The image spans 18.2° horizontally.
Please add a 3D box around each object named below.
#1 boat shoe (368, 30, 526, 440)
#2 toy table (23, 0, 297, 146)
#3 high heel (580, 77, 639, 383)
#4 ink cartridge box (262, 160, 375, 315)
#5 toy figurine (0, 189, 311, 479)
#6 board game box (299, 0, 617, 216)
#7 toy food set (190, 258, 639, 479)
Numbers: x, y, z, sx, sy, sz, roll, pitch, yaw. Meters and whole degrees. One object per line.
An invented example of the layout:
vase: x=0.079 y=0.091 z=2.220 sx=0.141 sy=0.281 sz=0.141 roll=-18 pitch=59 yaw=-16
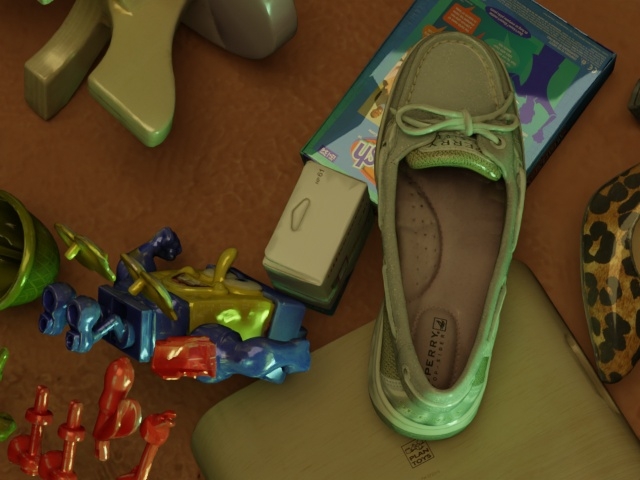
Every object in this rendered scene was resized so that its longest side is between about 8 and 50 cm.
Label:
boat shoe: x=0.095 y=-0.017 z=1.469 sx=0.118 sy=0.103 sz=0.320 roll=11 pitch=69 yaw=-3
toy table: x=-0.169 y=-0.207 z=1.550 sx=0.274 sy=0.252 sz=0.161 roll=38 pitch=66 yaw=22
high heel: x=0.295 y=-0.016 z=1.482 sx=0.186 sy=0.093 sz=0.261 roll=-1 pitch=66 yaw=42
ink cartridge box: x=0.000 y=0.000 z=1.528 sx=0.052 sy=0.122 sz=0.088 roll=22 pitch=80 yaw=10
toy figurine: x=-0.120 y=0.080 z=1.505 sx=0.217 sy=0.362 sz=0.191 roll=1 pitch=102 yaw=-35
board game box: x=0.109 y=-0.103 z=1.581 sx=0.160 sy=0.047 sz=0.210 roll=36 pitch=82 yaw=11
toy food set: x=0.079 y=0.172 z=1.509 sx=0.306 sy=0.092 sz=0.219 roll=-28 pitch=64 yaw=-3
